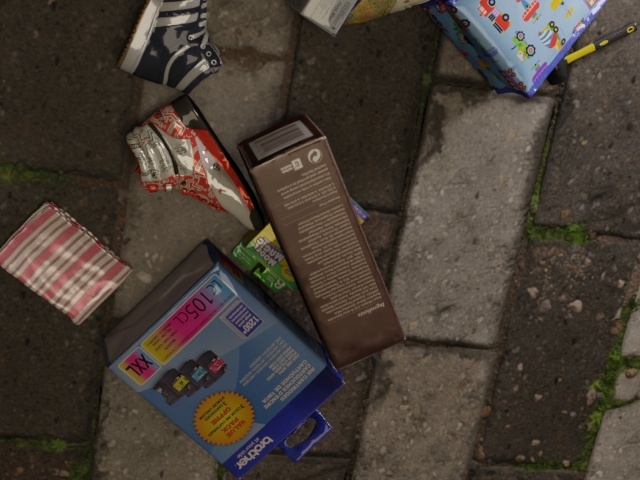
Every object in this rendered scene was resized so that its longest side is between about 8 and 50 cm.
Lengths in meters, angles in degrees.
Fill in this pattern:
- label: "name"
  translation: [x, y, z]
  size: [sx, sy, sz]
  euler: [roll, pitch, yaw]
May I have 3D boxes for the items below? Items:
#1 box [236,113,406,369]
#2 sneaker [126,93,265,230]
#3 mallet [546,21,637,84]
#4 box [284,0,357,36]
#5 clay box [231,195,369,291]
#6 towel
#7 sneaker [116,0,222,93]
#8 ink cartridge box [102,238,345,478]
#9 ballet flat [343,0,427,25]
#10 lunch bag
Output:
- label: "box"
  translation: [0.000, 0.000, 1.922]
  size: [0.143, 0.191, 0.381]
  euler: [-25, 110, -2]
- label: "sneaker"
  translation: [-0.215, -0.102, 1.951]
  size: [0.145, 0.090, 0.270]
  euler: [-31, 113, 4]
- label: "mallet"
  translation: [0.481, -0.333, 2.054]
  size: [0.189, 0.039, 0.062]
  euler: [-20, 111, -9]
- label: "box"
  translation: [0.014, -0.409, 1.864]
  size: [0.072, 0.137, 0.126]
  euler: [29, 101, -21]
- label: "clay box"
  translation: [-0.038, -0.012, 2.039]
  size: [0.222, 0.053, 0.127]
  euler: [-46, 112, 5]
- label: "towel"
  translation: [-0.440, 0.042, 1.981]
  size: [0.144, 0.029, 0.197]
  euler: [-45, 112, 6]
- label: "sneaker"
  translation: [-0.201, -0.369, 1.849]
  size: [0.153, 0.099, 0.282]
  euler: [26, 109, -15]
- label: "ink cartridge box"
  translation: [-0.149, 0.230, 2.052]
  size: [0.270, 0.151, 0.395]
  euler: [-44, 114, 5]
- label: "ballet flat"
  translation: [0.164, -0.452, 1.846]
  size: [0.123, 0.123, 0.348]
  euler: [29, 120, -20]
- label: "lunch bag"
  translation: [0.356, -0.424, 1.952]
  size: [0.293, 0.138, 0.221]
  euler: [-46, 110, -4]
